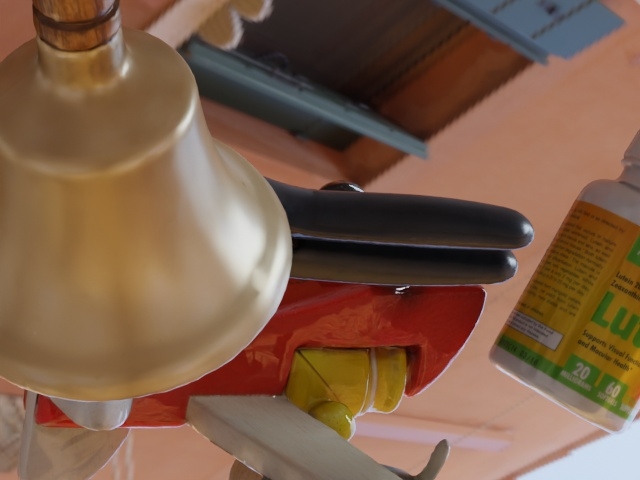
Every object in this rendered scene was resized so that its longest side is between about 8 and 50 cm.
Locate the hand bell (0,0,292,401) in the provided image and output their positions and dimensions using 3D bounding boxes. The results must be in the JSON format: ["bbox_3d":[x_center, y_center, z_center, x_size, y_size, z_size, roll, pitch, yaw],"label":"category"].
[{"bbox_3d":[-0.070,-0.071,0.385,0.126,0.242,0.126,1,-130,-1],"label":"hand bell"}]

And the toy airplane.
[{"bbox_3d":[-0.067,0.135,1.110,0.385,0.386,0.272,-2,-67,14],"label":"toy airplane"}]

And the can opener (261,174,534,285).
[{"bbox_3d":[0.000,0.000,0.578,0.059,0.186,0.073,123,-33,-57],"label":"can opener"}]

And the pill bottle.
[{"bbox_3d":[0.262,0.032,1.170,0.136,0.136,0.245,30,-89,39],"label":"pill bottle"}]
